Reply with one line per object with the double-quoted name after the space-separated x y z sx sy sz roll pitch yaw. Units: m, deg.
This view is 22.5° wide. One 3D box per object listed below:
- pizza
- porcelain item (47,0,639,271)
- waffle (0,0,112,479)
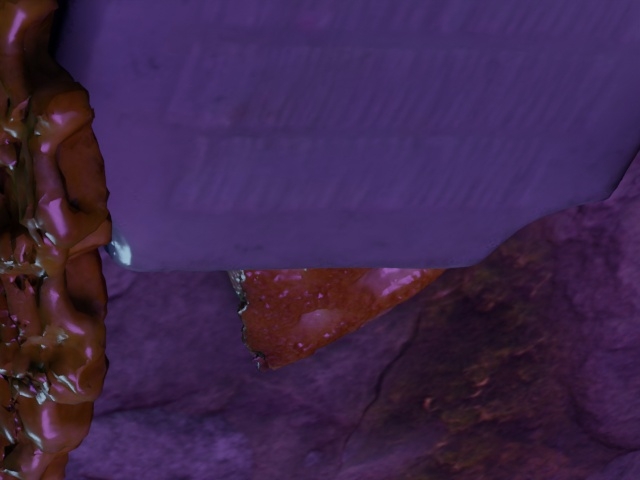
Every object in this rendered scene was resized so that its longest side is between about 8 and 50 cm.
0.000 0.000 0.862 0.161 0.062 0.182 11 136 -44 "pizza"
0.015 -0.129 0.638 0.285 0.157 0.281 -2 138 -25 "porcelain item"
-0.145 -0.037 0.599 0.052 0.254 0.245 -17 137 -30 "waffle"
